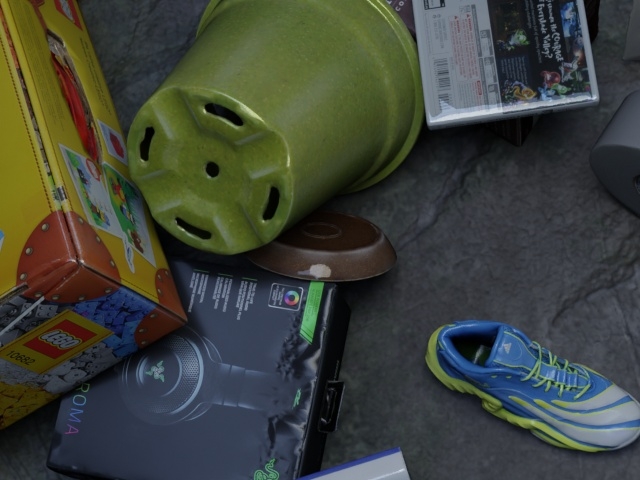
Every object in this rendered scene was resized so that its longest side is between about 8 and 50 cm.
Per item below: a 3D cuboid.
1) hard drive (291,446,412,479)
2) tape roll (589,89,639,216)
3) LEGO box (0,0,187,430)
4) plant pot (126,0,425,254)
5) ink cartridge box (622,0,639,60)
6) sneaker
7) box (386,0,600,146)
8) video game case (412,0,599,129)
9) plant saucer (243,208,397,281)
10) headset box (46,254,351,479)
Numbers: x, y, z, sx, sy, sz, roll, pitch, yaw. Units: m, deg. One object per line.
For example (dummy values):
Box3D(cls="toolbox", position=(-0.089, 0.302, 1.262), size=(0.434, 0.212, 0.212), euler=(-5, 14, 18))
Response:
Box3D(cls="hard drive", position=(-0.045, 0.328, 1.321), size=(0.319, 0.210, 0.040), euler=(-18, 39, 3))
Box3D(cls="tape roll", position=(0.387, -0.063, 1.355), size=(0.219, 0.219, 0.072), euler=(30, 80, 16))
Box3D(cls="LEGO box", position=(-0.405, -0.060, 1.408), size=(0.372, 0.193, 0.500), euler=(-30, 60, 14))
Box3D(cls="plant pot", position=(-0.061, -0.120, 1.361), size=(0.276, 0.276, 0.254), euler=(20, 33, 14))
Box3D(cls="ink cartridge box", position=(0.494, -0.305, 1.416), size=(0.353, 0.207, 0.119), euler=(-9, 74, 6))
Box3D(cls="sneaker", position=(0.218, 0.148, 1.368), size=(0.240, 0.126, 0.091), euler=(18, 77, 14))
Box3D(cls="box", position=(0.180, -0.242, 1.468), size=(0.203, 0.167, 0.168), euler=(32, 82, 16))
Box3D(cls="video game case", position=(0.185, -0.214, 1.360), size=(0.173, 0.022, 0.190), euler=(-8, 73, 8))
Box3D(cls="plant saucer", position=(0.000, 0.000, 1.432), size=(0.168, 0.168, 0.029), euler=(10, 111, 12))
Box3D(cls="headset box", position=(-0.113, 0.157, 1.414), size=(0.283, 0.131, 0.246), euler=(10, 76, 11))
